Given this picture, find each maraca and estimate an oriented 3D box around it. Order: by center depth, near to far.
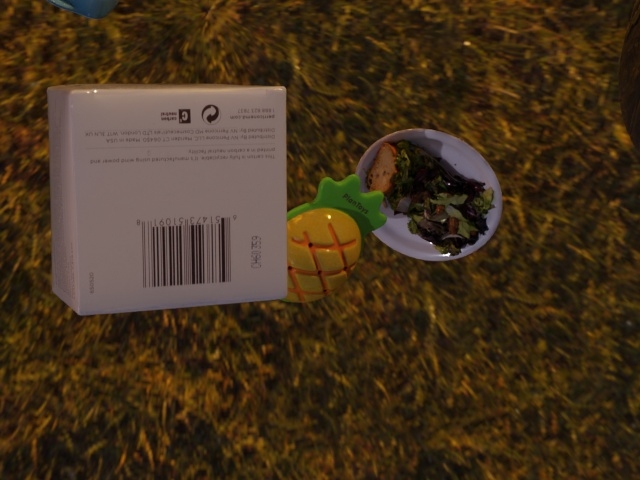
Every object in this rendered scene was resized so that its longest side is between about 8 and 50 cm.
[{"bbox_3d":[0.000,0.000,1.478,0.127,0.099,0.185,32,107,-34],"label":"maraca"}]

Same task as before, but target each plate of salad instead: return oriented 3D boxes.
[{"bbox_3d":[0.136,-0.052,1.583,0.200,0.048,0.199,9,124,14],"label":"plate of salad"}]

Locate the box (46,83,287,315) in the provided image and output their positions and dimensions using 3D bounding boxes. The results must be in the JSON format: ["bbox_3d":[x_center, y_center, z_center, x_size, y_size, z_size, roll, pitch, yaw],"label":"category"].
[{"bbox_3d":[-0.129,-0.040,1.016,0.181,0.119,0.181,-4,99,-22],"label":"box"}]

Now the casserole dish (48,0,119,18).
[{"bbox_3d":[-0.266,-0.311,1.354,0.114,0.188,0.037,31,120,-11],"label":"casserole dish"}]

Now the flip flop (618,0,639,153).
[{"bbox_3d":[0.244,-0.155,0.778,0.080,0.277,0.112,14,136,0],"label":"flip flop"}]
